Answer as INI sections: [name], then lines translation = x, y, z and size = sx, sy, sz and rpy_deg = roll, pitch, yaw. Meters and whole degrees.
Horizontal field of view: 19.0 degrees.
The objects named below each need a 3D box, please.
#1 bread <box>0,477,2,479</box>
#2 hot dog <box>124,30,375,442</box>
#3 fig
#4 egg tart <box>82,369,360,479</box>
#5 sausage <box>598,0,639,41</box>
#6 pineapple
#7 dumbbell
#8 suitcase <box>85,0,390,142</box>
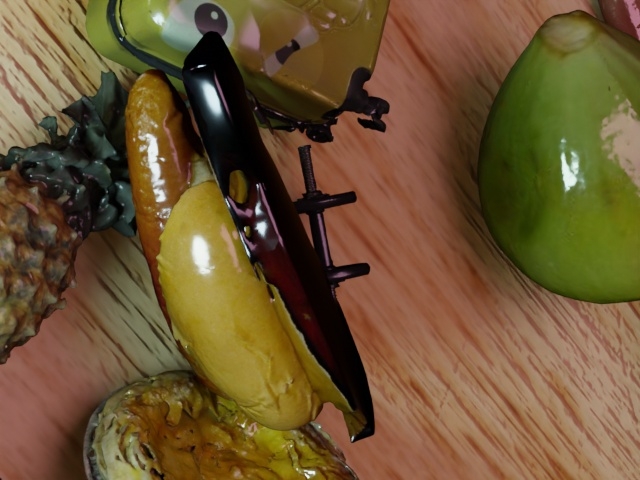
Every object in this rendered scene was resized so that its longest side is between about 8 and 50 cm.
[bread]
translation = -0.199, 0.271, 1.233
size = 0.416, 0.165, 0.113
rpy_deg = 52, 58, -18
[hot dog]
translation = -0.065, 0.010, 1.319
size = 0.107, 0.194, 0.326
rpy_deg = -19, 110, 6
[fig]
translation = 0.219, -0.062, 1.547
size = 0.230, 0.207, 0.207
rpy_deg = 42, 63, -17
[egg tart]
translation = -0.066, 0.189, 1.347
size = 0.234, 0.094, 0.234
rpy_deg = 24, 28, -14
[sausage]
translation = 0.278, -0.184, 1.695
size = 0.043, 0.043, 0.186
rpy_deg = -27, 100, -34
[pineapple]
translation = -0.191, -0.024, 1.307
size = 0.248, 0.128, 0.128
rpy_deg = -47, 110, -35
[dumbbell]
translation = 0.000, 0.000, 1.461
size = 0.069, 0.069, 0.147
rpy_deg = -11, 90, -35
[suitcase]
translation = -0.053, -0.192, 1.402
size = 0.235, 0.143, 0.194
rpy_deg = 22, 73, -32
